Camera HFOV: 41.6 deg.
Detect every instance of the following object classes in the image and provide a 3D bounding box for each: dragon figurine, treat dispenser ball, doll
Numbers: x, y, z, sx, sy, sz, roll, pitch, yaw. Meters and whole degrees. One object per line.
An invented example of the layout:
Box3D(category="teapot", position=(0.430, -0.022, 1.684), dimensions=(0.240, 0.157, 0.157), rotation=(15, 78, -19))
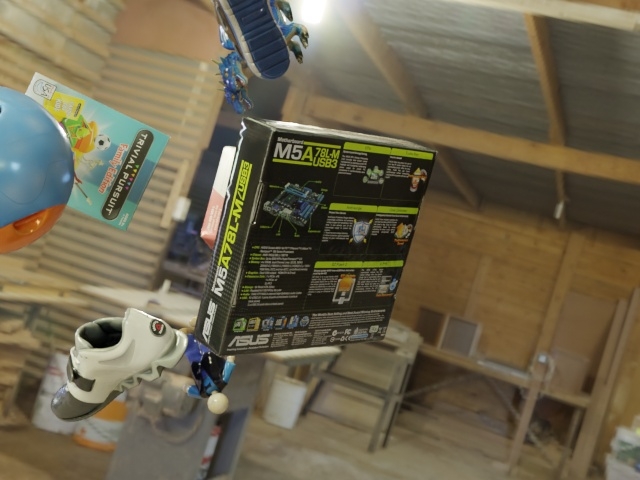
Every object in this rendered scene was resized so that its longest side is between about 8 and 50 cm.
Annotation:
Box3D(category="dragon figurine", position=(-0.103, -0.330, 1.246), dimensions=(0.144, 0.289, 0.085), rotation=(-6, -16, -15))
Box3D(category="treat dispenser ball", position=(-0.563, -0.119, 1.414), dimensions=(0.288, 0.288, 0.288), rotation=(17, -2, 1))
Box3D(category="doll", position=(-0.211, 0.237, 1.546), dimensions=(0.046, 0.129, 0.189), rotation=(28, 28, -51))

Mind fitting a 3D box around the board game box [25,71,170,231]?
Box3D(category="board game box", position=(-0.563, -0.206, 1.989), dimensions=(0.336, 0.253, 0.079), rotation=(25, 0, -14))

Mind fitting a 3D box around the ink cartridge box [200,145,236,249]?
Box3D(category="ink cartridge box", position=(-0.026, -0.031, 0.980), dimensions=(0.198, 0.115, 0.067), rotation=(12, -13, 7))

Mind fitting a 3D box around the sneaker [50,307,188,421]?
Box3D(category="sneaker", position=(-0.400, 0.211, 1.512), dimensions=(0.146, 0.331, 0.122), rotation=(42, 30, -27))

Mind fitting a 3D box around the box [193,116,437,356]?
Box3D(category="box", position=(0.000, 0.000, 0.695), dimensions=(0.191, 0.184, 0.045), rotation=(0, 18, -43))

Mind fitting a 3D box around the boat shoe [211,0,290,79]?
Box3D(category="boat shoe", position=(-0.094, -0.267, 0.939), dimensions=(0.066, 0.183, 0.066), rotation=(-28, 28, -23))
